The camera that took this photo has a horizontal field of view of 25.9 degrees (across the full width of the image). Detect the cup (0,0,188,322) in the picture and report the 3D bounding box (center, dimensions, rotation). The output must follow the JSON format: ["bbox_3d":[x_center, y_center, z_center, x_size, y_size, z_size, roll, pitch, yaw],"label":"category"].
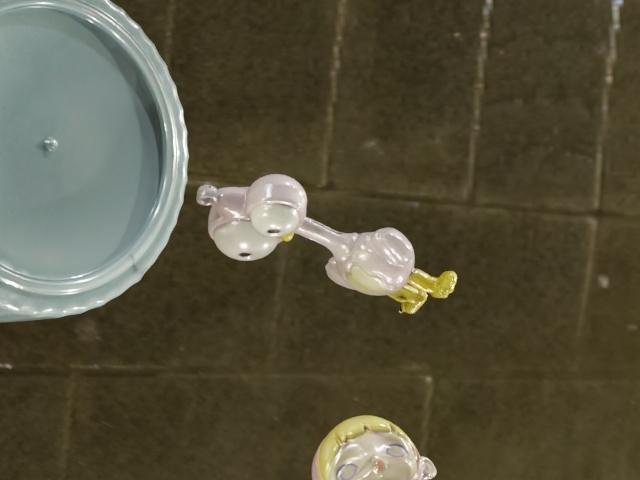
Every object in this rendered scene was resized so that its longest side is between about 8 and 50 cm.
[{"bbox_3d":[-0.287,-0.093,1.057,0.257,0.311,0.331,-11,95,-43],"label":"cup"}]

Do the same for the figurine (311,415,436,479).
[{"bbox_3d":[0.041,0.163,0.750,0.083,0.187,0.083,-10,122,-17],"label":"figurine"}]

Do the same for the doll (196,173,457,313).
[{"bbox_3d":[0.000,-0.001,1.830,0.365,0.160,0.094,20,63,-24],"label":"doll"}]
